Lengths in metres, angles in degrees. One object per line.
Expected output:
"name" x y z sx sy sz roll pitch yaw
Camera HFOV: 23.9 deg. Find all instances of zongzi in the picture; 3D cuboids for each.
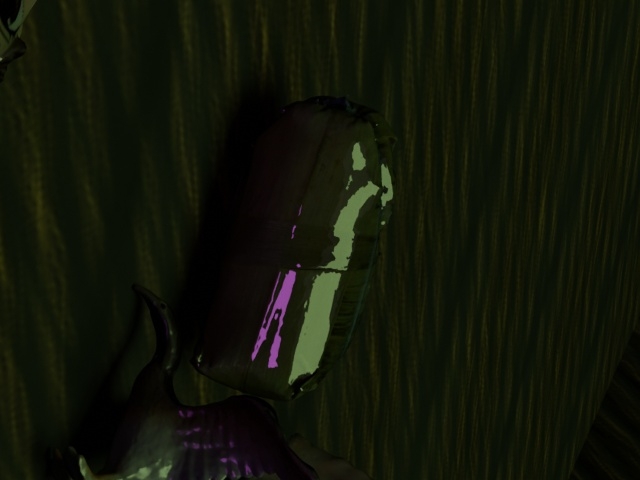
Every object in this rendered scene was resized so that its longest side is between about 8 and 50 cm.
"zongzi" 0.000 0.000 1.291 0.274 0.125 0.251 -7 116 -77

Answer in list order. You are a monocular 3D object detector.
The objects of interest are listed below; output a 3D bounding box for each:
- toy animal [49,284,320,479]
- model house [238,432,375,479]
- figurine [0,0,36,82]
"toy animal" -0.120 0.139 1.120 0.160 0.272 0.197 -32 101 -31
"model house" 0.009 0.453 1.249 0.445 0.400 0.395 -39 147 -51
"figurine" -0.139 -0.192 0.754 0.315 0.168 0.187 -60 164 -28
